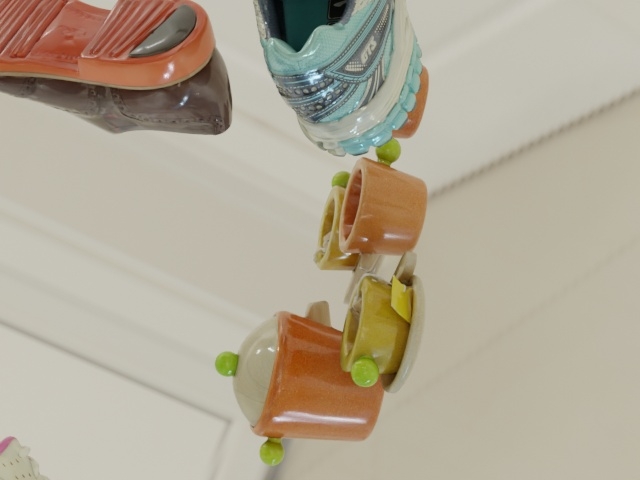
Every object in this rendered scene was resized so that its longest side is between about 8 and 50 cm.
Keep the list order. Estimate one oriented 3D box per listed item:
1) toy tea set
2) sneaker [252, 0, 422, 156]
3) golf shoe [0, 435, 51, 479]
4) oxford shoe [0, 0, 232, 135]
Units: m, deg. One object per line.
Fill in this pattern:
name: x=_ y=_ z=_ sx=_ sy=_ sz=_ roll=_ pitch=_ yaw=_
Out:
toy tea set: x=0.000 y=0.000 z=1.511 sx=0.200 sy=0.124 sz=0.336 roll=113 pitch=165 yaw=-48
sneaker: x=0.007 y=-0.203 z=1.304 sx=0.110 sy=0.122 sz=0.283 roll=-16 pitch=60 yaw=21
golf shoe: x=-0.173 y=0.172 z=1.151 sx=0.115 sy=0.306 sz=0.140 roll=-8 pitch=74 yaw=34
oxford shoe: x=-0.183 y=-0.119 z=1.426 sx=0.271 sy=0.098 sz=0.097 roll=12 pitch=52 yaw=34
